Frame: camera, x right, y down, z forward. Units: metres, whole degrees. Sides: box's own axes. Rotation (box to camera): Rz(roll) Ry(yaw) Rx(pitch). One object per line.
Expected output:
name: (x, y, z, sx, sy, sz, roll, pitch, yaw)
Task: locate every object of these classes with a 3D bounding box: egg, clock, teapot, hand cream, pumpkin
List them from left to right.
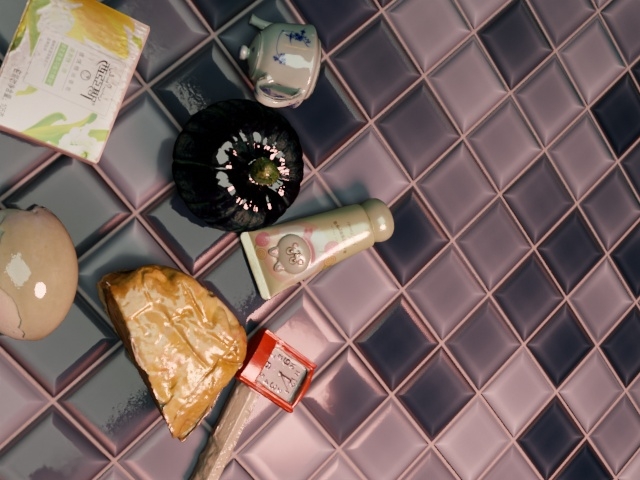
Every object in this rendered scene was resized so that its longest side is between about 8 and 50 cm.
egg: (-0.492, 0.059, 1.128, 0.182, 0.183, 0.217, -12, 89, -22)
pumpkin: (-0.134, -0.129, 1.235, 0.247, 0.248, 0.248, -2, 95, -23)
clock: (-0.092, 0.263, 1.382, 0.155, 0.061, 0.113, 40, 67, -25)
teapot: (-0.084, -0.335, 1.286, 0.158, 0.159, 0.232, 12, 51, -23)
hand cream: (0.000, 0.000, 1.396, 0.305, 0.093, 0.147, -21, 103, -11)

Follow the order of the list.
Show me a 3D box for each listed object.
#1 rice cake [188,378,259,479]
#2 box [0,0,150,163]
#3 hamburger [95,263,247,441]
rice cake: (-0.196, 0.401, 1.356, 0.057, 0.052, 0.256, 26, 84, 4)
box: (-0.432, -0.283, 1.169, 0.194, 0.111, 0.261, 21, 84, -23)
hamburger: (-0.249, 0.179, 1.256, 0.208, 0.162, 0.330, -25, 101, -22)
